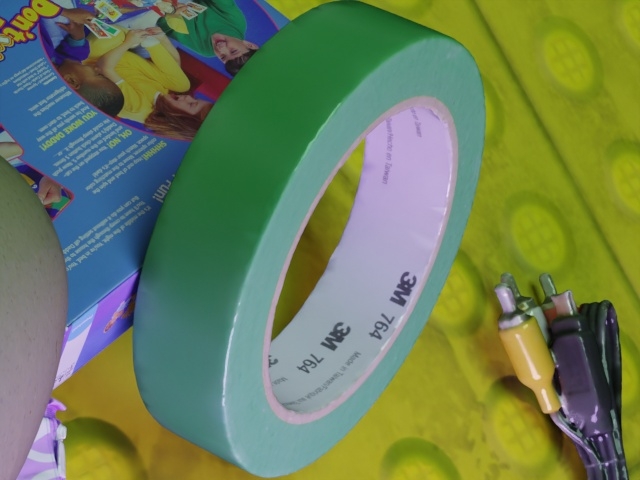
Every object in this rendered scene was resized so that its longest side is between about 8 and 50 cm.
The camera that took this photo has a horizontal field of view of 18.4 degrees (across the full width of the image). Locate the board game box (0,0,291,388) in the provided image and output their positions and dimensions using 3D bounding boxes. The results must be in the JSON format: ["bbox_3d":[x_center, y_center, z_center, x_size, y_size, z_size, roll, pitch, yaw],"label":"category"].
[{"bbox_3d":[-0.155,-0.076,1.344,0.233,0.078,0.347,39,46,12],"label":"board game box"}]

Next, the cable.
[{"bbox_3d":[0.213,0.160,1.611,0.139,0.072,0.287,-10,87,-58],"label":"cable"}]

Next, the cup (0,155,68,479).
[{"bbox_3d":[-0.274,0.047,1.101,0.331,0.331,0.237,57,35,-1],"label":"cup"}]

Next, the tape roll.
[{"bbox_3d":[0.000,0.000,1.339,0.077,0.321,0.321,26,42,25],"label":"tape roll"}]

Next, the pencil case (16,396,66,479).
[{"bbox_3d":[-0.178,0.204,1.234,0.088,0.086,0.206,-16,78,0],"label":"pencil case"}]
